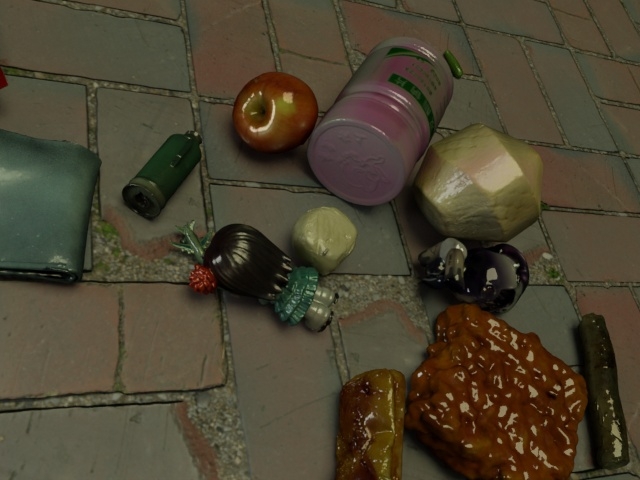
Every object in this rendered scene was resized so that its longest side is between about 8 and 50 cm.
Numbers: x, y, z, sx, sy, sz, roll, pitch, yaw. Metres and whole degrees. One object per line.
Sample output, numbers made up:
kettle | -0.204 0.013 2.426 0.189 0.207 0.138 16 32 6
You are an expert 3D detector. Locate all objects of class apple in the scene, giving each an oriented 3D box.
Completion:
apple | -0.083 -0.245 1.302 0.163 0.163 0.139 54 25 13

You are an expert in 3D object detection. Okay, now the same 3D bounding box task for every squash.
squash | 0.340 -0.456 1.740 0.027 0.027 0.089 -10 63 -32

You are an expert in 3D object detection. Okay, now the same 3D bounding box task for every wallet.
wallet | -0.496 -0.063 1.036 0.290 0.054 0.252 9 54 -20

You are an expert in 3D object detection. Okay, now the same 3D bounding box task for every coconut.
coconut | 0.324 -0.108 1.350 0.259 0.259 0.259 13 55 -19

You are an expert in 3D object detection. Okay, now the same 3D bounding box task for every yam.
yam | 0.557 0.290 1.337 0.067 0.071 0.318 -4 54 14

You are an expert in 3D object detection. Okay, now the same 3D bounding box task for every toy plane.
toy plane | -0.215 0.006 1.149 0.080 0.033 0.083 -19 77 -36

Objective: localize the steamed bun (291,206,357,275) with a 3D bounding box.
steamed bun | 0.000 0.000 1.223 0.112 0.091 0.130 38 47 -6

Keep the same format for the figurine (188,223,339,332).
figurine | -0.087 0.071 1.127 0.245 0.110 0.138 31 53 -16

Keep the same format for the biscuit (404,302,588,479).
biscuit | 0.314 0.286 1.189 0.318 0.110 0.312 37 48 -1

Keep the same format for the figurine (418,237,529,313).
figurine | 0.307 0.061 1.314 0.222 0.145 0.146 22 51 -29

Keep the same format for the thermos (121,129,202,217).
thermos | -0.266 -0.130 1.180 0.073 0.083 0.188 17 48 12

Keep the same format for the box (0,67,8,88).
box | -0.620 -0.226 1.048 0.122 0.050 0.229 18 44 29

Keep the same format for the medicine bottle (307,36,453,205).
medicine bottle | 0.130 -0.248 1.377 0.212 0.212 0.325 34 50 -3

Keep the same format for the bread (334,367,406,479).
bread | 0.073 0.327 1.021 0.077 0.139 0.271 26 53 -22
